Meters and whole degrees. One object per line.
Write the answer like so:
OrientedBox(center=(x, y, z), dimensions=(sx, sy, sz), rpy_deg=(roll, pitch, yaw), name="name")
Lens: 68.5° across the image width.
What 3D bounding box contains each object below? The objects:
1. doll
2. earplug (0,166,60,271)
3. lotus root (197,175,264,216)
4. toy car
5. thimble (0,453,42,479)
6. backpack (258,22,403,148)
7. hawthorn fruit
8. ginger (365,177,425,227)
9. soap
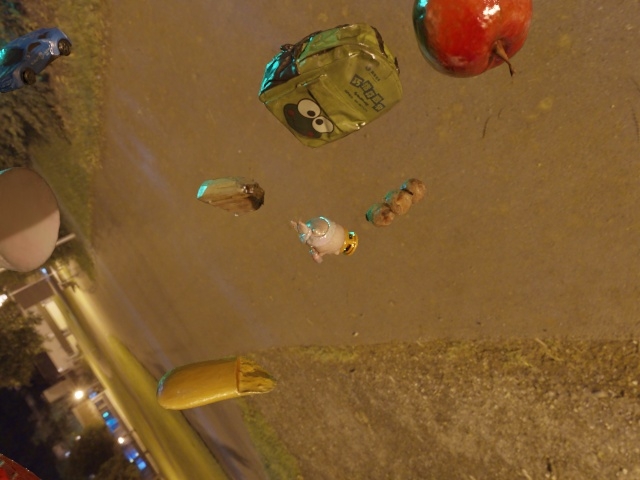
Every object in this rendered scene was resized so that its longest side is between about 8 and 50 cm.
OrientedBox(center=(0.000, 0.000, 0.833), dimensions=(0.073, 0.127, 0.084), rpy_deg=(38, 108, 57), name="doll")
OrientedBox(center=(-0.630, -0.034, 0.784), dimensions=(0.301, 0.172, 0.172), rpy_deg=(0, 130, 4), name="earplug")
OrientedBox(center=(-0.203, -0.121, 1.160), dimensions=(0.144, 0.143, 0.070), rpy_deg=(-7, 70, 31), name="lotus root")
OrientedBox(center=(-0.605, -0.375, 0.963), dimensions=(0.103, 0.216, 0.063), rpy_deg=(3, 137, 16), name="toy car")
OrientedBox(center=(-0.445, 0.400, 0.663), dimensions=(0.189, 0.125, 0.163), rpy_deg=(45, 147, -15), name="thimble")
OrientedBox(center=(0.025, -0.287, 0.870), dimensions=(0.253, 0.140, 0.207), rpy_deg=(-16, 146, 34), name="backpack")
OrientedBox(center=(0.317, -0.424, 0.941), dimensions=(0.242, 0.241, 0.272), rpy_deg=(107, 150, -53), name="hawthorn fruit")
OrientedBox(center=(0.232, -0.112, 1.420), dimensions=(0.080, 0.204, 0.104), rpy_deg=(59, 161, -20), name="ginger")
OrientedBox(center=(-0.150, 0.199, 0.677), dimensions=(0.089, 0.168, 0.033), rpy_deg=(-116, 18, -60), name="soap")
